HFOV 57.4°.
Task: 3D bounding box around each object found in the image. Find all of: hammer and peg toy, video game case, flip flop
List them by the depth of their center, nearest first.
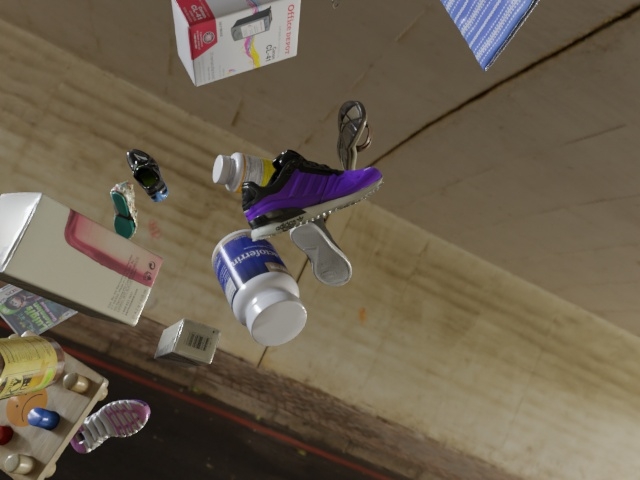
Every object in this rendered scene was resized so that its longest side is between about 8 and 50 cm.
[{"bbox_3d":[-0.639,0.398,1.228,0.266,0.361,0.127,23,-20,21],"label":"hammer and peg toy"},{"bbox_3d":[0.097,-0.273,1.551,0.080,0.112,0.277,-13,-26,-8],"label":"flip flop"},{"bbox_3d":[-0.818,0.184,1.671,0.022,0.173,0.190,41,-25,44],"label":"video game case"}]

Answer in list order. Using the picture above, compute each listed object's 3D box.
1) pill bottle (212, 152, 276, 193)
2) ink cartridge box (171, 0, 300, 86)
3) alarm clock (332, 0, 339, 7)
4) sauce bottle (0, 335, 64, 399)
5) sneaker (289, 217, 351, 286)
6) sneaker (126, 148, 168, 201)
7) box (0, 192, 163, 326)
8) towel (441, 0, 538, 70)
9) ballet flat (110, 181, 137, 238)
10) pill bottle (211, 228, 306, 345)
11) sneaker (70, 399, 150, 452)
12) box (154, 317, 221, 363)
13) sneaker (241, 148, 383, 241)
[{"bbox_3d":[-0.204,-0.192,1.735,0.215,0.117,0.117,9,2,-27],"label":"pill bottle"},{"bbox_3d":[-0.217,-0.559,1.527,0.131,0.306,0.226,62,-17,21],"label":"ink cartridge box"},{"bbox_3d":[0.037,-0.738,1.619,0.064,0.129,0.192,19,-36,22],"label":"alarm clock"},{"bbox_3d":[-0.581,0.226,1.003,0.112,0.111,0.344,24,-1,11],"label":"sauce bottle"},{"bbox_3d":[0.000,0.000,1.563,0.295,0.105,0.146,55,18,-45],"label":"sneaker"},{"bbox_3d":[-0.456,-0.182,1.526,0.188,0.067,0.078,53,-9,31],"label":"sneaker"},{"bbox_3d":[-0.398,0.033,0.925,0.149,0.126,0.232,3,-24,40],"label":"box"},{"bbox_3d":[0.310,-0.546,1.162,0.040,0.335,0.243,-10,-26,-25],"label":"towel"},{"bbox_3d":[-0.638,-0.100,1.931,0.091,0.077,0.241,22,-41,3],"label":"ballet flat"},{"bbox_3d":[-0.138,0.103,1.310,0.153,0.153,0.264,30,16,-41],"label":"pill bottle"},{"bbox_3d":[-0.535,0.464,1.516,0.095,0.237,0.104,64,16,0],"label":"sneaker"},{"bbox_3d":[-0.369,0.287,1.600,0.113,0.094,0.275,23,-23,-17],"label":"box"},{"bbox_3d":[-0.019,-0.114,1.122,0.146,0.294,0.102,68,-20,-3],"label":"sneaker"}]
